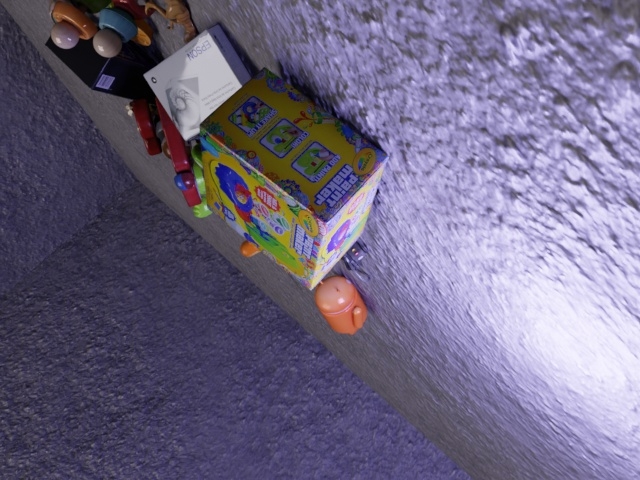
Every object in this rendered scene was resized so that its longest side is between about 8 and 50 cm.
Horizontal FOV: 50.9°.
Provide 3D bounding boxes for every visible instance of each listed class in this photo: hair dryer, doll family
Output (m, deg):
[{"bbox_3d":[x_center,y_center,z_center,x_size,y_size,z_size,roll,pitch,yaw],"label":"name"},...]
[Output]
[{"bbox_3d":[0.000,0.000,1.716,0.293,0.080,0.223,42,167,19],"label":"hair dryer"},{"bbox_3d":[-0.534,-0.392,2.158,0.076,0.111,0.193,-5,123,29],"label":"doll family"}]

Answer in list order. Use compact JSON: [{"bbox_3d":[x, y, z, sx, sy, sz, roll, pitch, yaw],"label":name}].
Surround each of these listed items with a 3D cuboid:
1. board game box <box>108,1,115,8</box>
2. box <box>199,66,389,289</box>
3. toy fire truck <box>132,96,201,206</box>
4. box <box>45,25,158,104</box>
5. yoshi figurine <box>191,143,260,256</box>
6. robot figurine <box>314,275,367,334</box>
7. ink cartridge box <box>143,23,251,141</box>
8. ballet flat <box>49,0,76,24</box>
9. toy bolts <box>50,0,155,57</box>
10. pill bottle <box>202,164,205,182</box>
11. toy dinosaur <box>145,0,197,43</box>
[{"bbox_3d":[-0.538,-0.632,1.574,0.181,0.043,0.092,46,166,-1],"label":"board game box"},{"bbox_3d":[-0.056,-0.104,1.237,0.279,0.177,0.290,37,156,12],"label":"box"},{"bbox_3d":[-0.361,-0.236,1.730,0.302,0.169,0.254,118,135,-77],"label":"toy fire truck"},{"bbox_3d":[-0.535,-0.457,1.724,0.184,0.103,0.261,40,-165,15],"label":"box"},{"bbox_3d":[-0.286,-0.128,1.991,0.362,0.203,0.203,55,171,-22],"label":"yoshi figurine"},{"bbox_3d":[0.063,0.190,1.992,0.219,0.128,0.158,59,-163,-44],"label":"robot figurine"},{"bbox_3d":[-0.223,-0.284,1.351,0.223,0.045,0.224,-19,111,41],"label":"ink cartridge box"},{"bbox_3d":[-0.771,-0.659,2.146,0.316,0.107,0.106,84,161,-61],"label":"ballet flat"},{"bbox_3d":[-0.472,-0.467,1.513,0.228,0.158,0.218,14,163,44],"label":"toy bolts"},{"bbox_3d":[-0.213,-0.177,1.688,0.152,0.152,0.272,50,167,-15],"label":"pill bottle"},{"bbox_3d":[-0.288,-0.462,1.310,0.112,0.064,0.211,25,173,9],"label":"toy dinosaur"}]
